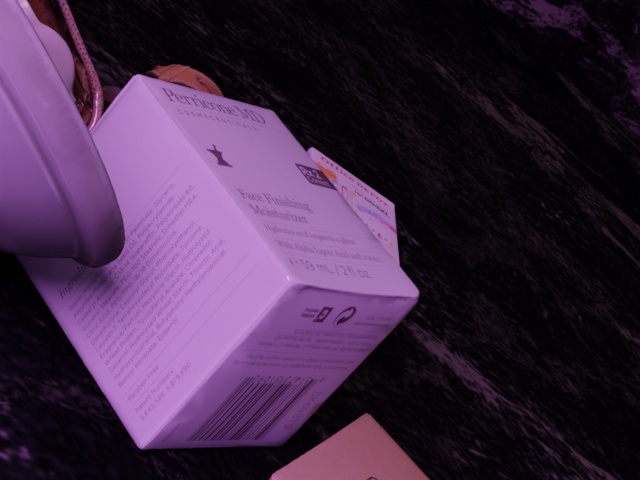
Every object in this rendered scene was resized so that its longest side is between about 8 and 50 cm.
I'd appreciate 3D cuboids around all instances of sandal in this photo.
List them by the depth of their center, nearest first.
[{"bbox_3d":[-0.108,-0.113,1.233,0.090,0.060,0.219,20,8,29],"label":"sandal"}]

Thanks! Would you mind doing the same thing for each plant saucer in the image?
[{"bbox_3d":[-0.256,-0.130,0.786,0.400,0.100,0.400,49,-14,17],"label":"plant saucer"}]

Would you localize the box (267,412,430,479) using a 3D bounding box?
[{"bbox_3d":[0.065,0.212,0.995,0.201,0.021,0.164,47,22,11],"label":"box"}]

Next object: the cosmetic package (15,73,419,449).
[{"bbox_3d":[-0.070,0.017,0.957,0.183,0.151,0.151,52,22,26],"label":"cosmetic package"}]

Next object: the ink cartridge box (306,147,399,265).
[{"bbox_3d":[0.000,0.000,1.199,0.092,0.090,0.143,35,23,-16],"label":"ink cartridge box"}]

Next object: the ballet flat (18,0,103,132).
[{"bbox_3d":[-0.211,-0.181,0.925,0.106,0.107,0.316,48,-12,49],"label":"ballet flat"}]
